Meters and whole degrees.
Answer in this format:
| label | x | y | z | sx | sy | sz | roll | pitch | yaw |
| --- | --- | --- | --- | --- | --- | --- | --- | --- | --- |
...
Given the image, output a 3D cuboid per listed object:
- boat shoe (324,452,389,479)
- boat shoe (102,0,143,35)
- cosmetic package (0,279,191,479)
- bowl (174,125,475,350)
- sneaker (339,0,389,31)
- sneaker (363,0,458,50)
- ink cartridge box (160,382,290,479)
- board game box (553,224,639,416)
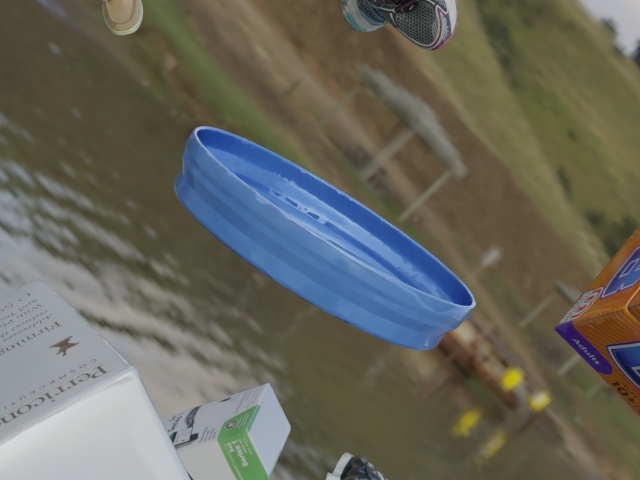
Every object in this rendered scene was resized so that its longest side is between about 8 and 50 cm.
| label | x | y | z | sx | sy | sz | roll | pitch | yaw |
| --- | --- | --- | --- | --- | --- | --- | --- | --- | --- |
| boat shoe | 0.038 | 0.245 | 1.472 | 0.079 | 0.084 | 0.233 | 14 | 0 | 5 |
| boat shoe | -0.239 | -0.302 | 1.914 | 0.045 | 0.050 | 0.135 | 78 | 1 | -56 |
| cosmetic package | -0.368 | 0.303 | 2.007 | 0.394 | 0.329 | 0.327 | 29 | -35 | 60 |
| bowl | 0.000 | 0.000 | 1.907 | 0.391 | 0.077 | 0.391 | 31 | 10 | -6 |
| sneaker | 0.161 | -0.419 | 2.475 | 0.110 | 0.283 | 0.122 | 52 | -26 | -23 |
| sneaker | 0.076 | -0.383 | 2.295 | 0.299 | 0.121 | 0.112 | 48 | 39 | -16 |
| ink cartridge box | -0.173 | 0.319 | 2.466 | 0.092 | 0.219 | 0.160 | 65 | 18 | -16 |
| board game box | 0.559 | 0.075 | 1.805 | 0.356 | 0.356 | 0.356 | 45 | -20 | -6 |
